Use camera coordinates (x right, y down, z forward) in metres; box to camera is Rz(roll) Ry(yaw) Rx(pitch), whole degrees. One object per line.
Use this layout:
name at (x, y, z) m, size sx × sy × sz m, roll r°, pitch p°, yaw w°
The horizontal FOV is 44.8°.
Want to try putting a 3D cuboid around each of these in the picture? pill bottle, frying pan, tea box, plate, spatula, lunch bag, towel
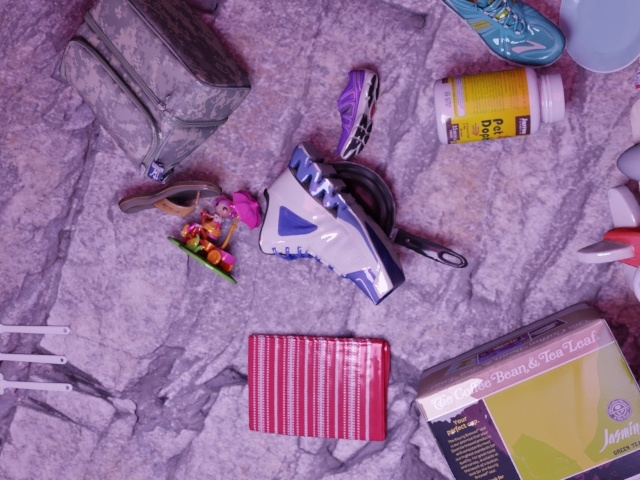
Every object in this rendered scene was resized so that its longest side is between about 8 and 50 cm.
pill bottle at (0.308, -0.235, 1.350) m, size 0.215 × 0.117 × 0.117 m, roll -6°, pitch 92°, yaw 12°
frying pan at (0.106, -0.049, 1.433) m, size 0.326 × 0.053 × 0.197 m, roll 0°, pitch 94°, yaw 12°
tea box at (0.380, 0.321, 1.316) m, size 0.329 × 0.220 × 0.323 m, roll -25°, pitch 89°, yaw 11°
plate at (0.486, -0.378, 1.307) m, size 0.188 × 0.024 × 0.188 m, roll 21°, pitch 117°, yaw 49°
spatula at (-0.630, 0.240, 1.613) m, size 0.242 × 0.019 × 0.168 m, roll 0°, pitch 92°, yaw 11°
lunch bag at (-0.316, -0.291, 1.434) m, size 0.305 × 0.212 × 0.256 m, roll 49°, pitch 117°, yaw 6°
towel at (-0.005, 0.279, 1.487) m, size 0.275 × 0.031 × 0.199 m, roll 1°, pitch 95°, yaw 13°

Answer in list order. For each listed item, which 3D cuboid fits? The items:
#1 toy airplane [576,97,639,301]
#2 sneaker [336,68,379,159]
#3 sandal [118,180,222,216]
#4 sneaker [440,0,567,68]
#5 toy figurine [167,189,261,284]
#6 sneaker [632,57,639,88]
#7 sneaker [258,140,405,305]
toy airplane at (0.548, 0.025, 1.183) m, size 0.386 × 0.272 × 0.384 m, roll 47°, pitch 143°, yaw 25°
sneaker at (0.059, -0.233, 1.438) m, size 0.071 × 0.068 × 0.170 m, roll 14°, pitch 87°, yaw 25°
sandal at (-0.286, -0.070, 1.489) m, size 0.219 × 0.090 × 0.060 m, roll -11°, pitch 80°, yaw 15°
sneaker at (0.301, -0.395, 1.347) m, size 0.275 × 0.110 × 0.107 m, roll 37°, pitch 99°, yaw 6°
toy figurine at (-0.186, -0.027, 1.481) m, size 0.173 × 0.130 × 0.159 m, roll 30°, pitch 85°, yaw 32°
sneaker at (0.555, -0.305, 1.336) m, size 0.067 × 0.042 × 0.118 m, roll -35°, pitch 88°, yaw 8°
sneaker at (-0.001, -0.001, 1.388) m, size 0.182 × 0.127 × 0.315 m, roll -39°, pitch 77°, yaw 18°
